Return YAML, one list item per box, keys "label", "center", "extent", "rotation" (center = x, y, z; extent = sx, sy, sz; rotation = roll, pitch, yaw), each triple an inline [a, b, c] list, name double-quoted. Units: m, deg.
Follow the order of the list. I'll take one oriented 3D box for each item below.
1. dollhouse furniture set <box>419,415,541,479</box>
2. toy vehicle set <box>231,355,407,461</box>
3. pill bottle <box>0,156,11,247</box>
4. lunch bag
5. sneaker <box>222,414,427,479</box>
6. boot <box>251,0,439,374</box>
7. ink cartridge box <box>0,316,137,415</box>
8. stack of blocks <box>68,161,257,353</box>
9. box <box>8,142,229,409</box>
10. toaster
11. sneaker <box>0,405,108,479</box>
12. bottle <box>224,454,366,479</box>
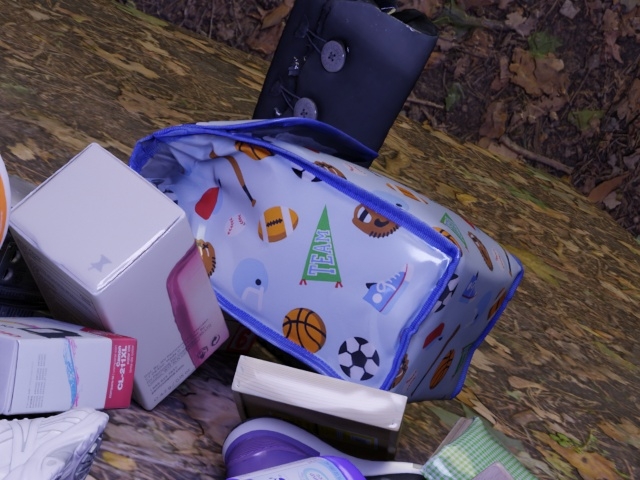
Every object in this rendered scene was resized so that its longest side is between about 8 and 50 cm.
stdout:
- label: "dollhouse furniture set"
  center: [0.215, 0.256, 1.820]
  extent: [0.197, 0.151, 0.301]
  rotation: [51, 22, 1]
- label: "toy vehicle set"
  center: [0.000, 0.179, 1.892]
  extent: [0.166, 0.035, 0.267]
  rotation: [14, -15, 4]
- label: "pill bottle"
  center: [-0.422, 0.019, 1.550]
  extent: [0.224, 0.224, 0.392]
  rotation: [28, 23, -2]
- label: "lunch bag"
  center: [0.000, 0.000, 2.084]
  extent: [0.385, 0.239, 0.328]
  rotation: [31, 5, 19]
- label: "sneaker"
  center: [0.033, 0.280, 1.846]
  extent: [0.283, 0.107, 0.124]
  rotation: [19, 31, -19]
- label: "boot"
  center: [0.039, -0.078, 2.334]
  extent: [0.367, 0.445, 0.146]
  rotation: [37, 16, 29]
- label: "ink cartridge box"
  center: [-0.277, 0.116, 1.753]
  extent: [0.127, 0.072, 0.175]
  rotation: [10, 3, 32]
- label: "stack of blocks"
  center: [-0.212, 0.016, 2.266]
  extent: [0.171, 0.087, 0.297]
  rotation: [11, 22, -49]
- label: "box"
  center: [-0.203, 0.039, 1.905]
  extent: [0.149, 0.127, 0.232]
  rotation: [37, -22, 29]
- label: "toaster"
  center: [-0.342, 0.000, 2.005]
  extent: [0.227, 0.129, 0.146]
  rotation: [10, 21, -47]
- label: "sneaker"
  center: [-0.262, 0.180, 1.617]
  extent: [0.115, 0.090, 0.232]
  rotation: [26, 13, 6]
- label: "bottle"
  center: [-0.062, 0.265, 1.633]
  extent: [0.283, 0.092, 0.118]
  rotation: [-6, 62, -49]
